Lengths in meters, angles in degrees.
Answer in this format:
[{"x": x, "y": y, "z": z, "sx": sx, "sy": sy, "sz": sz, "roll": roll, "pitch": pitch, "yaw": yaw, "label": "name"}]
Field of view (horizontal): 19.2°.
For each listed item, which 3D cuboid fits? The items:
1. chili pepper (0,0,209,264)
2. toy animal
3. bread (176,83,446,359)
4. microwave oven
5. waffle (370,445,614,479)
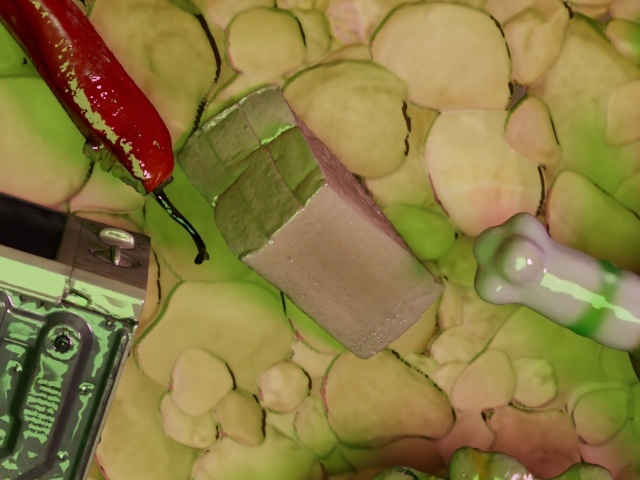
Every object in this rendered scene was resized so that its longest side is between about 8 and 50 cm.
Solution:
[{"x": -0.141, "y": -0.095, "z": 1.113, "sx": 0.050, "sy": 0.059, "sz": 0.268, "roll": -36, "pitch": 99, "yaw": -3, "label": "chili pepper"}, {"x": 0.275, "y": 0.076, "z": 1.139, "sx": 0.363, "sy": 0.180, "sz": 0.181, "roll": 42, "pitch": 93, "yaw": 9, "label": "toy animal"}, {"x": -0.004, "y": -0.009, "z": 1.160, "sx": 0.077, "sy": 0.105, "sz": 0.152, "roll": -39, "pitch": 136, "yaw": 7, "label": "bread"}, {"x": -0.239, "y": 0.060, "z": 1.105, "sx": 0.240, "sy": 0.145, "sz": 0.194, "roll": 18, "pitch": 101, "yaw": -9, "label": "microwave oven"}, {"x": 0.116, "y": 0.269, "z": 1.190, "sx": 0.297, "sy": 0.073, "sz": 0.317, "roll": -2, "pitch": 120, "yaw": 9, "label": "waffle"}]
